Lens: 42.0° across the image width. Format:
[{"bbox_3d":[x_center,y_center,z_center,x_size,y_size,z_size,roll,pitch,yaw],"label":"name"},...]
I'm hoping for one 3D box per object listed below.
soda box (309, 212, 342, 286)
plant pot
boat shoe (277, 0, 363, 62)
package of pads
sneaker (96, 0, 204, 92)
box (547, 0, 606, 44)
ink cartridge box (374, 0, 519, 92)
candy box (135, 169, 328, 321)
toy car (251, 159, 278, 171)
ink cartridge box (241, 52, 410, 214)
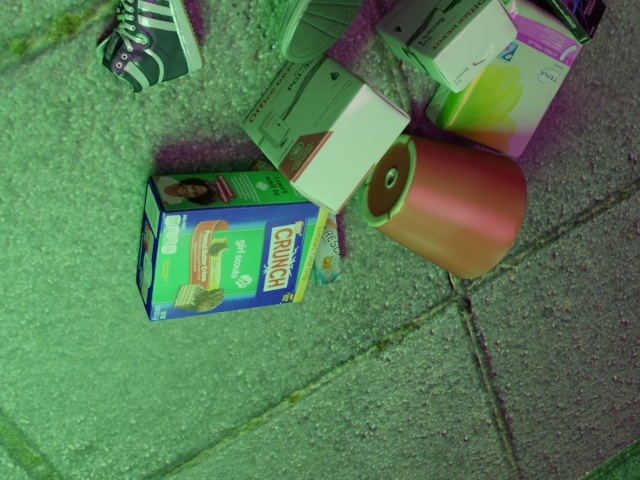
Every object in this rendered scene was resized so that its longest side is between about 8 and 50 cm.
[{"bbox_3d":[0.000,0.000,1.710,0.058,0.063,0.183,-19,125,-17],"label":"soda box"},{"bbox_3d":[0.234,-0.084,1.674,0.243,0.275,0.275,20,108,-23],"label":"plant pot"},{"bbox_3d":[0.013,-0.447,1.370,0.118,0.103,0.321,1,123,-45],"label":"boat shoe"},{"bbox_3d":[0.376,-0.332,1.689,0.229,0.101,0.297,16,110,-33],"label":"package of pads"},{"bbox_3d":[-0.298,-0.364,1.312,0.153,0.099,0.282,-29,131,-12],"label":"sneaker"},{"bbox_3d":[0.495,-0.482,1.642,0.162,0.029,0.116,45,56,-21],"label":"box"},{"bbox_3d":[0.223,-0.382,1.501,0.160,0.219,0.092,-46,129,3],"label":"ink cartridge box"},{"bbox_3d":[-0.167,0.006,1.558,0.317,0.122,0.268,-7,134,-25],"label":"candy box"},{"bbox_3d":[-0.143,-0.119,1.570,0.122,0.060,0.041,-24,95,-22],"label":"toy car"},{"bbox_3d":[-0.002,-0.204,1.449,0.117,0.283,0.207,32,100,-34],"label":"ink cartridge box"}]
